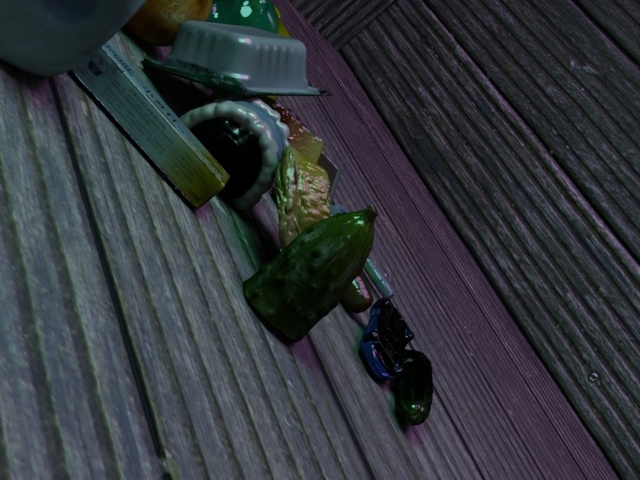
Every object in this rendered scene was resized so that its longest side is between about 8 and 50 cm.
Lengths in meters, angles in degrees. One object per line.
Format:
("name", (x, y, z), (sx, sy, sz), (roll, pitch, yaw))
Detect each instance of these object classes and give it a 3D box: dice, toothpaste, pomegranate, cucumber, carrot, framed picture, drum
("dice", (-0.376, -0.408, 1.192), (0.262, 0.265, 0.268), (43, 18, -30))
("toothpaste", (-0.274, -0.190, 1.381), (0.313, 0.071, 0.089), (48, 11, -11))
("pomegranate", (-0.310, -0.497, 1.723), (0.215, 0.215, 0.215), (47, 15, -17))
("cucumber", (0.174, 0.275, 1.618), (0.074, 0.074, 0.241), (49, 16, -11))
("cucumber", (0.001, 0.033, 1.342), (0.134, 0.244, 0.134), (41, 17, -16))
("carrot", (-0.001, 0.001, 1.762), (0.342, 0.070, 0.070), (55, 15, 19))
("framed picture", (-0.052, -0.220, 2.151), (0.274, 0.017, 0.217), (48, 27, -15))
("drum", (0.082, 0.020, 1.995), (0.130, 0.049, 0.253), (32, 24, -53))

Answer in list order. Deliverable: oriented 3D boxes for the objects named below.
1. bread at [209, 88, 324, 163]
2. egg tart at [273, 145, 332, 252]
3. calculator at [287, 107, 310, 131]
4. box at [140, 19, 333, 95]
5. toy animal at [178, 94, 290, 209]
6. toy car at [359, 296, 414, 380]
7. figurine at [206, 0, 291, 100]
("bread", (-0.117, -0.234, 1.895), (0.266, 0.142, 0.178), (32, 35, -31))
("egg tart", (-0.027, -0.046, 1.518), (0.252, 0.098, 0.231), (-87, 178, -49))
("calculator", (-0.072, -0.272, 2.249), (0.126, 0.034, 0.190), (49, 22, -7))
("box", (-0.154, -0.361, 1.711), (0.264, 0.106, 0.337), (22, 19, 26))
("toy animal", (-0.141, -0.176, 1.579), (0.208, 0.156, 0.204), (54, 18, -7))
("toy car", (0.118, 0.192, 1.659), (0.103, 0.063, 0.216), (55, 27, -14))
("figurine", (-0.186, -0.477, 2.012), (0.340, 0.231, 0.323), (44, 46, -43))
